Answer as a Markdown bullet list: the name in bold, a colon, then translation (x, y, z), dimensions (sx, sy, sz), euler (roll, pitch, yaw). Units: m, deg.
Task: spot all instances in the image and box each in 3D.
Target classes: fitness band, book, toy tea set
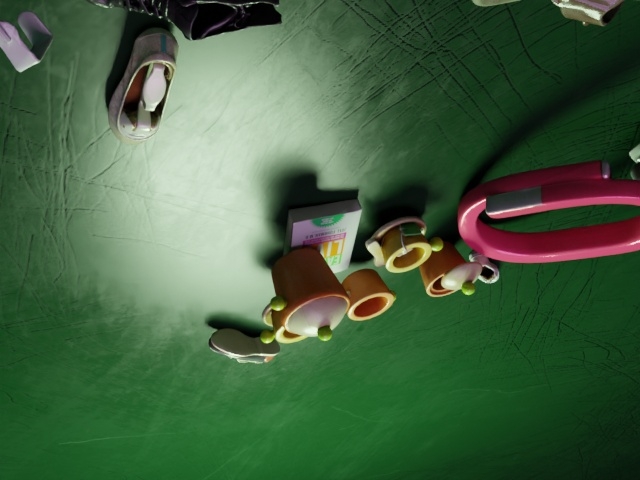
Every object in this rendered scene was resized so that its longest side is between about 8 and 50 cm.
- **fitness band**: translation (0.328, -0.032, 1.135), dimensions (0.291, 0.054, 0.209), euler (-7, 156, 28)
- **book**: translation (0.000, 0.000, 1.161), dimensions (0.096, 0.035, 0.144), euler (-11, 147, -13)
- **toy tea set**: translation (0.077, 0.078, 1.179), dimensions (0.336, 0.124, 0.200), euler (-18, 148, -8)

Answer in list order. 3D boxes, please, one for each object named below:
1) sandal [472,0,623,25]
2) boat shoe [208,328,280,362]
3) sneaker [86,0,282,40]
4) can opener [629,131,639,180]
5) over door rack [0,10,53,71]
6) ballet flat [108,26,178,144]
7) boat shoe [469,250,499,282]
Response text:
- **sandal**: translation (0.287, -0.257, 0.806), dimensions (0.303, 0.086, 0.120), euler (-5, 155, -17)
- **boat shoe**: translation (-0.129, 0.175, 1.367), dimensions (0.137, 0.049, 0.043), euler (13, 142, -43)
- **sneaker**: translation (-0.123, -0.211, 0.731), dimensions (0.170, 0.089, 0.051), euler (-10, 148, -6)
- **can opener**: translation (0.505, -0.164, 1.043), dimensions (0.074, 0.093, 0.280), euler (16, 136, -28)
- **over door rack**: translation (-0.392, -0.188, 0.610), dimensions (0.240, 0.108, 0.324), euler (-22, 137, 14)
- **ballet flat**: translation (-0.181, -0.141, 0.852), dimensions (0.057, 0.052, 0.168), euler (1, 145, -22)
- **boat shoe**: translation (0.262, 0.051, 1.328), dimensions (0.035, 0.035, 0.100), euler (-22, 146, 13)
